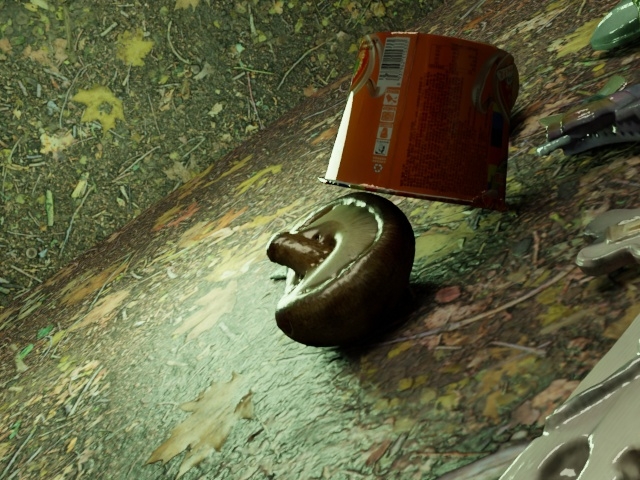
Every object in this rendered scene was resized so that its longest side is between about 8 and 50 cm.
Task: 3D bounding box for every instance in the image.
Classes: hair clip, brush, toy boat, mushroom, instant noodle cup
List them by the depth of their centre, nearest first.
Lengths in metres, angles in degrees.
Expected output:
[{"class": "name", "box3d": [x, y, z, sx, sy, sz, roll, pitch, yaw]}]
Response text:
[{"class": "hair clip", "box3d": [0.226, 0.114, 0.514, 0.331, 0.085, 0.101, -46, 18, -16]}, {"class": "hair clip", "box3d": [0.358, -0.035, 0.709, 0.257, 0.075, 0.146, -31, 14, 28]}, {"class": "hair clip", "box3d": [0.374, -0.152, 0.946, 0.137, 0.090, 0.278, -30, 16, -19]}, {"class": "mushroom", "box3d": [0.035, 0.042, 0.977, 0.194, 0.138, 0.231, -10, 37, 23]}, {"class": "instant noodle cup", "box3d": [0.133, -0.149, 0.992, 0.250, 0.192, 0.250, 9, 6, -1]}, {"class": "hair clip", "box3d": [0.389, -0.199, 1.149, 0.137, 0.022, 0.054, -31, 19, 6]}, {"class": "toy boat", "box3d": [0.564, -0.379, 1.222, 0.319, 0.092, 0.141, -24, 19, 48]}, {"class": "brush", "box3d": [0.000, 0.000, 1.319, 0.083, 0.011, 0.205, -11, 28, 52]}]

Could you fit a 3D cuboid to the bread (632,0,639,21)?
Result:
[{"class": "bread", "box3d": [0.565, -0.360, 0.942, 0.208, 0.251, 0.376, 8, -9, -34]}]

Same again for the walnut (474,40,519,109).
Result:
[{"class": "walnut", "box3d": [0.238, -0.235, 1.281, 0.167, 0.167, 0.207, -13, 28, 47]}]

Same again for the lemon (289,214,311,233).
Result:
[{"class": "lemon", "box3d": [-0.009, 0.002, 1.210, 0.110, 0.082, 0.082, -44, 21, -30]}]
